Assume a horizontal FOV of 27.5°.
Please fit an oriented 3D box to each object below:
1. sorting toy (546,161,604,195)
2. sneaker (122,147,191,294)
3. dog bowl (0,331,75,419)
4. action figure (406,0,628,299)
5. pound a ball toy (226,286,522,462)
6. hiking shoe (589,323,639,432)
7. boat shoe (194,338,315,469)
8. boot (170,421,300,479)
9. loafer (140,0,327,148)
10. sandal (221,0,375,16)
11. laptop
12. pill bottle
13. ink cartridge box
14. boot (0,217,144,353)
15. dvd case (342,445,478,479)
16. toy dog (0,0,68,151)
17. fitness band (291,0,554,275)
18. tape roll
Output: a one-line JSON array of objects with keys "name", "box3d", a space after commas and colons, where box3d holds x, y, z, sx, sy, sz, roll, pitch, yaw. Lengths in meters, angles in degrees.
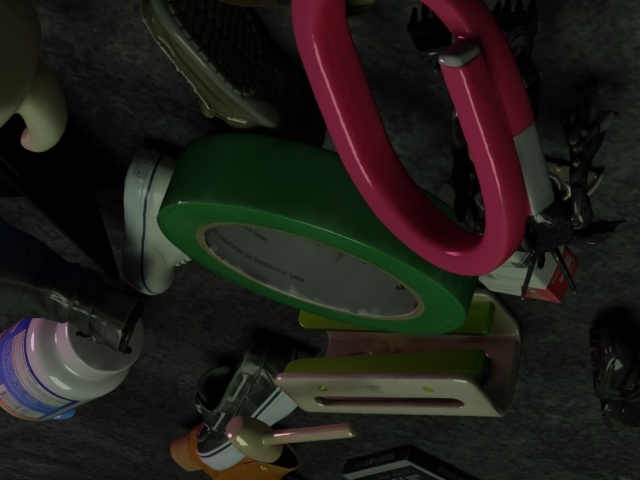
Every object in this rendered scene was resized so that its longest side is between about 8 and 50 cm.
[{"name": "sorting toy", "box3d": [0.225, -0.047, 1.266, 0.083, 0.044, 0.075, 13, 171, 6]}, {"name": "sneaker", "box3d": [-0.170, -0.005, 1.485, 0.091, 0.094, 0.258, 18, 152, 6]}, {"name": "dog bowl", "box3d": [-0.520, 0.201, 2.072, 0.297, 0.074, 0.166, 14, 152, 7]}, {"name": "action figure", "box3d": [0.172, -0.083, 1.118, 0.164, 0.141, 0.275, -2, 132, 27]}, {"name": "pound a ball toy", "box3d": [0.068, 0.180, 1.574, 0.319, 0.208, 0.136, -5, 145, 33]}, {"name": "hiking shoe", "box3d": [0.376, 0.153, 1.517, 0.114, 0.086, 0.227, -8, 152, 14]}, {"name": "boat shoe", "box3d": [-0.120, 0.222, 1.876, 0.119, 0.121, 0.335, 30, 139, -9]}, {"name": "boot", "box3d": [-0.090, 0.386, 2.148, 0.295, 0.104, 0.211, 35, 147, -24]}, {"name": "loafer", "box3d": [-0.089, -0.148, 1.181, 0.087, 0.094, 0.251, -8, 144, 31]}, {"name": "sandal", "box3d": [-0.040, -0.226, 1.071, 0.180, 0.049, 0.072, 7, 160, -14]}, {"name": "laptop", "box3d": [-0.363, -0.066, 1.432, 0.264, 0.136, 0.234, 0, 147, 29]}, {"name": "pill bottle", "box3d": [-0.352, 0.156, 1.816, 0.152, 0.152, 0.272, 29, 149, -23]}, {"name": "ink cartridge box", "box3d": [0.183, 0.002, 1.326, 0.099, 0.056, 0.135, 10, 156, 48]}, {"name": "boot", "box3d": [-0.294, 0.050, 1.404, 0.223, 0.118, 0.338, 26, -178, -5]}, {"name": "dvd case", "box3d": [0.180, 0.402, 2.113, 0.239, 0.029, 0.179, 29, 149, -23]}, {"name": "toy dog", "box3d": [-0.465, -0.186, 1.182, 0.408, 0.284, 0.395, -8, 162, 40]}, {"name": "fitness band", "box3d": [0.074, -0.099, 1.023, 0.209, 0.054, 0.290, 19, 139, 48]}, {"name": "tape roll", "box3d": [0.000, 0.000, 1.297, 0.321, 0.077, 0.321, 18, 164, 5]}]
